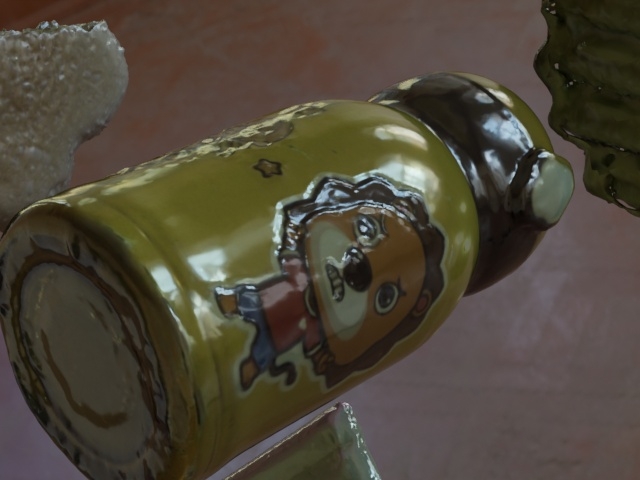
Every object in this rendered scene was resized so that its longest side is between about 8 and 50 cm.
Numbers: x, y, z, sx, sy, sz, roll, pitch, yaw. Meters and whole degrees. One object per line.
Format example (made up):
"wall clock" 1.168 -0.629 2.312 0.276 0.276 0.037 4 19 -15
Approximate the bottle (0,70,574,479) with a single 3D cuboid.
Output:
"bottle" 0.000 0.000 0.868 0.351 0.171 0.172 -27 30 -37

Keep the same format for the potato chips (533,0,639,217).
"potato chips" 0.346 -0.143 1.129 0.070 0.358 0.429 -20 30 -41

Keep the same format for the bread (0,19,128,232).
"bread" -0.315 -0.087 1.260 0.337 0.183 0.102 -14 20 -36

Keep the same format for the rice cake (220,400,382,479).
"rice cake" -0.047 0.220 1.250 0.222 0.042 0.080 -36 66 27
